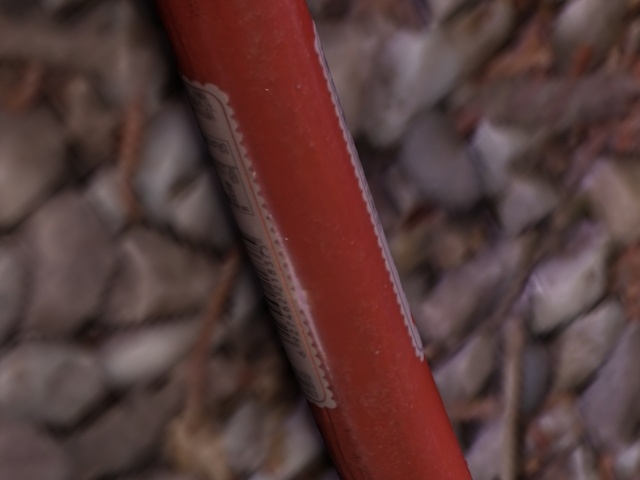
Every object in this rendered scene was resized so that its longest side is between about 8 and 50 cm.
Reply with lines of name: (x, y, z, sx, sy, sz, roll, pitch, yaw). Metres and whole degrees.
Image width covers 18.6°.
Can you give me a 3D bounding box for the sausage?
sausage: (0.000, 0.000, 0.445, 0.034, 0.034, 0.253, -34, 129, -18)
